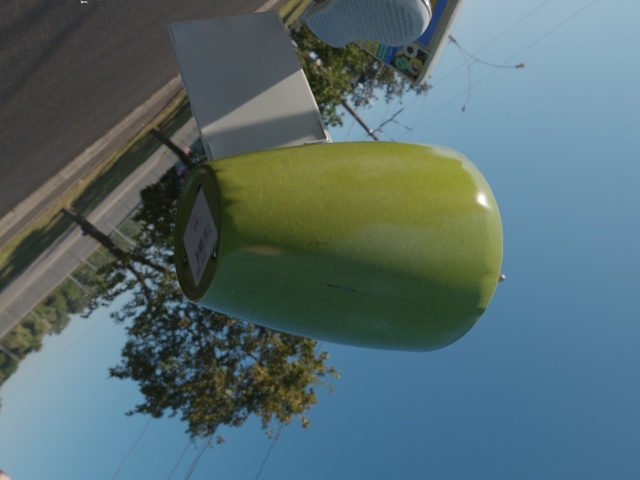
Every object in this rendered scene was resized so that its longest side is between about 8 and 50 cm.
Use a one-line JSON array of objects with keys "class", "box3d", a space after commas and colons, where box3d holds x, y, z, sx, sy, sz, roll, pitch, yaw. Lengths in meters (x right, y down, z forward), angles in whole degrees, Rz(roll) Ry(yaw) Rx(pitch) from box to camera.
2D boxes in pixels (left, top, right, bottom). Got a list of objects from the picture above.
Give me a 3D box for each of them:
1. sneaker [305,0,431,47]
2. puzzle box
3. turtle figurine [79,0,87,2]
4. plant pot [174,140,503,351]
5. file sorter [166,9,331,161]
[{"class": "sneaker", "box3d": [0.087, -0.411, 0.749, 0.127, 0.126, 0.321, -53, -145, 0]}, {"class": "puzzle box", "box3d": [0.170, -0.545, 0.899, 0.052, 0.272, 0.408, -44, 167, -25]}, {"class": "turtle figurine", "box3d": [-0.690, -0.762, 1.194, 0.118, 0.175, 0.234, -32, 167, 20]}, {"class": "plant pot", "box3d": [0.000, 0.000, 0.510, 0.275, 0.294, 0.274, -8, -100, 54]}, {"class": "file sorter", "box3d": [-0.130, -0.226, 0.793, 0.193, 0.277, 0.173, -16, 163, -15]}]
